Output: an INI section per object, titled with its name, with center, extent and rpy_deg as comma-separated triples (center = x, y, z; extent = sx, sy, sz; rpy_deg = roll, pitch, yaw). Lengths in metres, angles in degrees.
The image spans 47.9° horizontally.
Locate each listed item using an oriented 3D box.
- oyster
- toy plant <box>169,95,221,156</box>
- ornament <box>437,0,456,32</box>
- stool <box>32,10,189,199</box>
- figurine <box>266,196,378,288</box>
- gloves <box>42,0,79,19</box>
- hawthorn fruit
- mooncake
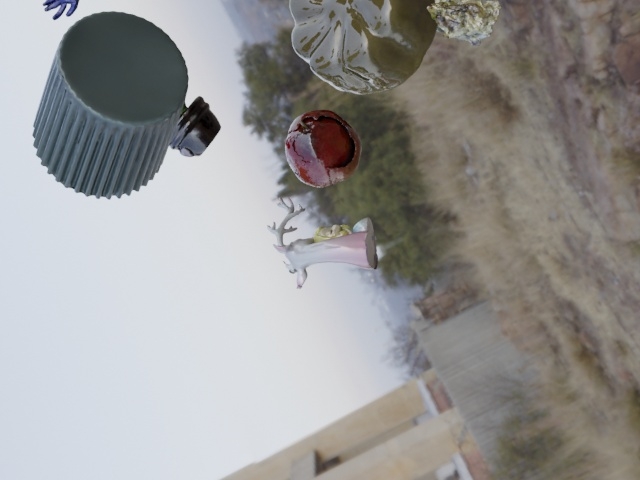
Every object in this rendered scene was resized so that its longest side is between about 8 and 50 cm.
[oyster]
center = 0.311, -0.486, 1.585
extent = 0.053, 0.166, 0.108
rpy_deg = -2, -77, -52
[toy plant]
center = -0.409, -0.353, 2.062
extent = 0.235, 0.175, 0.218
rpy_deg = 39, 164, -13
[ornament]
center = 0.340, -0.658, 2.036
extent = 0.120, 0.130, 0.285
rpy_deg = 24, -169, -11
[stool]
center = -0.434, -0.278, 1.501
extent = 0.297, 0.297, 0.330
rpy_deg = 63, 150, 5
[figurine]
center = 0.001, 0.014, 2.038
extent = 0.284, 0.316, 0.206
rpy_deg = -73, -23, -59
[gloves]
center = -0.561, -0.517, 1.562
extent = 0.026, 0.086, 0.064
rpy_deg = -118, 6, -73
[hawthorn fruit]
center = -0.001, -0.182, 1.367
extent = 0.172, 0.148, 0.148
rpy_deg = 54, -172, -51
[mooncake]
center = 0.094, -0.558, 1.773
extent = 0.201, 0.378, 0.378
rpy_deg = 10, -132, -53
